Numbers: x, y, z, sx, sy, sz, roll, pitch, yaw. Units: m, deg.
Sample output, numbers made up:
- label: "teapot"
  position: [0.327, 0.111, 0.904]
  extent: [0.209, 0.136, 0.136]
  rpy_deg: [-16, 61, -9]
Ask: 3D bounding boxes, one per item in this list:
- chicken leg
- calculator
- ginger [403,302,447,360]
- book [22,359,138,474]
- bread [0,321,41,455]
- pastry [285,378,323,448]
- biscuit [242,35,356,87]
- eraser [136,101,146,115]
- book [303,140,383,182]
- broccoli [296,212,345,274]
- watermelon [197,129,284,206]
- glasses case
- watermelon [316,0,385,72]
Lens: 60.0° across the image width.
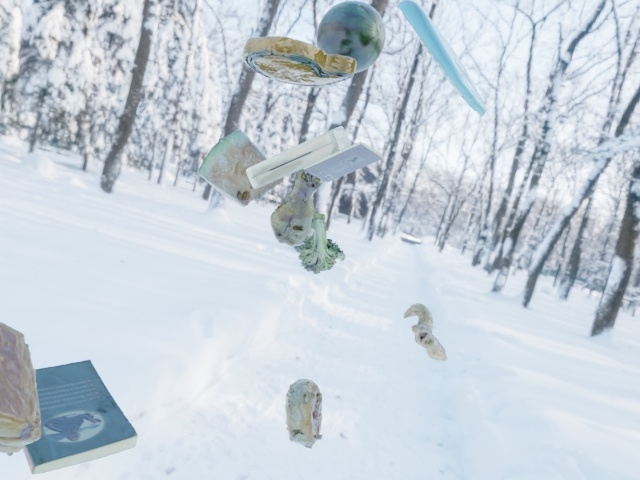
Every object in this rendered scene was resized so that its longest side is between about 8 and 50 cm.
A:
- label: "chicken leg"
  position: [-0.072, -0.122, 1.986]
  extent: [0.201, 0.429, 0.153]
  rpy_deg: [-9, 57, -24]
- label: "calculator"
  position: [0.344, -0.495, 1.521]
  extent: [0.256, 0.054, 0.386]
  rpy_deg: [24, 39, -50]
- label: "ginger"
  position: [0.285, 0.250, 1.536]
  extent: [0.089, 0.075, 0.288]
  rpy_deg: [24, 18, -16]
- label: "book"
  position: [-0.686, 0.456, 1.492]
  extent: [0.260, 0.043, 0.371]
  rpy_deg: [-2, 26, -42]
- label: "bread"
  position: [-0.721, 0.273, 1.088]
  extent: [0.277, 0.167, 0.324]
  rpy_deg: [61, 3, 37]
- label: "pastry"
  position: [-0.052, 0.644, 2.080]
  extent: [0.120, 0.236, 0.257]
  rpy_deg: [-4, -31, 14]
- label: "biscuit"
  position: [-0.048, -0.452, 1.450]
  extent: [0.287, 0.057, 0.344]
  rpy_deg: [8, 4, 10]
- label: "eraser"
  position: [-0.671, -0.494, 2.078]
  extent: [0.019, 0.027, 0.099]
  rpy_deg: [13, 27, -7]
- label: "book"
  position: [0.061, -0.206, 1.469]
  extent: [0.181, 0.014, 0.127]
  rpy_deg: [-21, -21, 28]
- label: "broccoli"
  position: [-0.002, 0.001, 1.523]
  extent: [0.118, 0.204, 0.122]
  rpy_deg: [-25, 55, -21]
- label: "watermelon"
  position: [-0.331, -0.277, 2.302]
  extent: [0.302, 0.264, 0.151]
  rpy_deg: [45, 4, -5]
- label: "glasses case"
  position: [-0.069, -0.251, 1.685]
  extent: [0.312, 0.070, 0.131]
  rpy_deg: [-20, 10, 25]
- label: "watermelon"
  position: [0.102, -0.694, 1.897]
  extent: [0.242, 0.242, 0.242]
  rpy_deg: [16, 4, -1]
